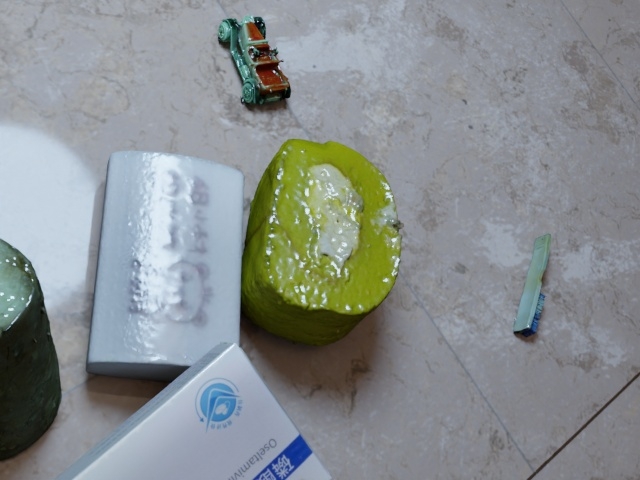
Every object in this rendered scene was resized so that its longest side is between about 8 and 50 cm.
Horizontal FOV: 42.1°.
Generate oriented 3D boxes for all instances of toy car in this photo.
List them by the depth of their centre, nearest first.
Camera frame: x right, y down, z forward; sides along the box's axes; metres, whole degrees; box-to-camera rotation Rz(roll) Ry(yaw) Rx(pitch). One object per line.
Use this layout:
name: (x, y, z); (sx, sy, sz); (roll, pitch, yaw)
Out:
toy car: (-0.093, -0.266, 1.211); (0.073, 0.054, 0.143); (-14, 76, -30)

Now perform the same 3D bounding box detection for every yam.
yam: (-0.345, 0.107, 0.819); (0.161, 0.268, 0.161); (5, 58, -8)

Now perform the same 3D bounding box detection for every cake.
cake: (0.000, 0.000, 1.079); (0.179, 0.156, 0.260); (17, 60, -16)

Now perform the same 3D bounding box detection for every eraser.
eraser: (-0.184, 0.032, 1.016); (0.174, 0.095, 0.270); (8, 64, -19)

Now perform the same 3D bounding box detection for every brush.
brush: (0.333, 0.068, 1.280); (0.030, 0.033, 0.178); (32, 58, -17)

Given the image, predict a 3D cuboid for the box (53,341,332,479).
box: (-0.169, 0.290, 0.872); (0.343, 0.065, 0.200); (-39, 103, -25)
